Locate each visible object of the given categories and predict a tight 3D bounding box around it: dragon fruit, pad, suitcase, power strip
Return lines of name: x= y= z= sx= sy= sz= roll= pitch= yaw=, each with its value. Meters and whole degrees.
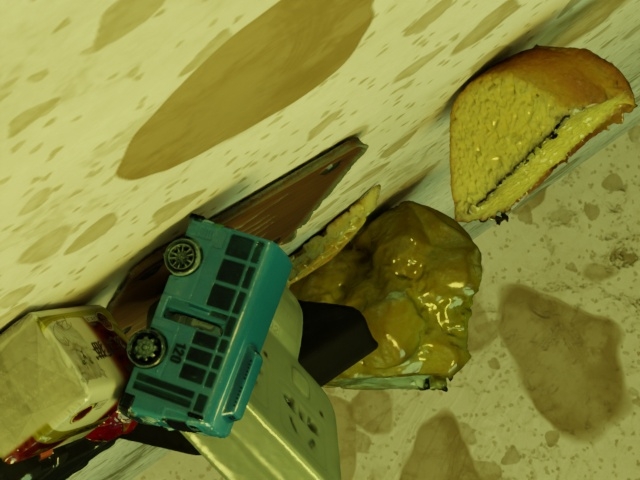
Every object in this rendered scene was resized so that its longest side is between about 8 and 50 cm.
dragon fruit: x=-0.256 y=0.185 z=1.626 sx=0.094 sy=0.094 sz=0.190 roll=-31 pitch=-177 yaw=-32
pad: x=-0.102 y=0.010 z=1.475 sx=0.287 sy=0.018 sz=0.284 roll=-30 pitch=172 yaw=-27
suitcase: x=-0.363 y=0.281 z=1.801 sx=0.206 sy=0.066 sz=0.285 roll=-39 pitch=172 yaw=23
power strip: x=-0.095 y=0.141 z=1.471 sx=0.141 sy=0.229 sz=0.261 roll=-32 pitch=-152 yaw=15

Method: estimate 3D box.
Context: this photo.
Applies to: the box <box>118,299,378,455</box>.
box: x=-0.115 y=0.157 z=1.725 sx=0.289 sy=0.073 sz=0.290 roll=-31 pitch=-160 yaw=-34

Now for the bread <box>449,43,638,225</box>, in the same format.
bread: x=0.220 y=-0.133 z=1.580 sx=0.129 sy=0.134 sz=0.260 roll=-17 pitch=157 yaw=-38

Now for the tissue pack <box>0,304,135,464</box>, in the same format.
tissue pack: x=-0.231 y=0.122 z=1.252 sx=0.106 sy=0.099 sz=0.149 roll=-38 pitch=172 yaw=11

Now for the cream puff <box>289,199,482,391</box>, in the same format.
cream puff: x=0.078 y=0.080 z=2.043 sx=0.274 sy=0.269 sz=0.323 roll=0 pitch=166 yaw=-7

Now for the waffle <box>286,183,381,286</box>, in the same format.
waffle: x=0.000 y=0.000 z=1.838 sx=0.125 sy=0.032 sz=0.191 roll=-29 pitch=168 yaw=-29

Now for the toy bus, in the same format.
toy bus: x=-0.099 y=0.082 z=1.265 sx=0.090 sy=0.106 sz=0.184 roll=59 pitch=50 yaw=-73
